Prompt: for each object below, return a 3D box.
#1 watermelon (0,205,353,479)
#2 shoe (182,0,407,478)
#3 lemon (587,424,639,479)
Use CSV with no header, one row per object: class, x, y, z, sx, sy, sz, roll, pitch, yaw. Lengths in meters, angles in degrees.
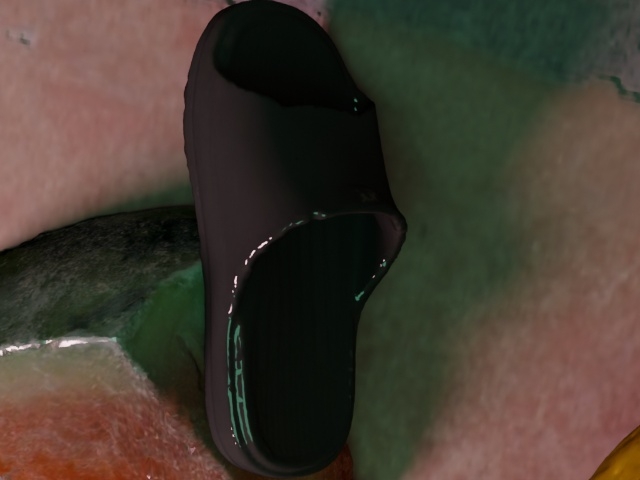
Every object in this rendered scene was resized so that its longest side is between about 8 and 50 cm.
watermelon,-0.073,0.115,0.961,0.193,0.140,0.256,-14,116,16
shoe,0.000,0.000,0.876,0.093,0.108,0.241,1,92,47
lemon,0.251,0.202,0.883,0.293,0.293,0.293,1,110,2
